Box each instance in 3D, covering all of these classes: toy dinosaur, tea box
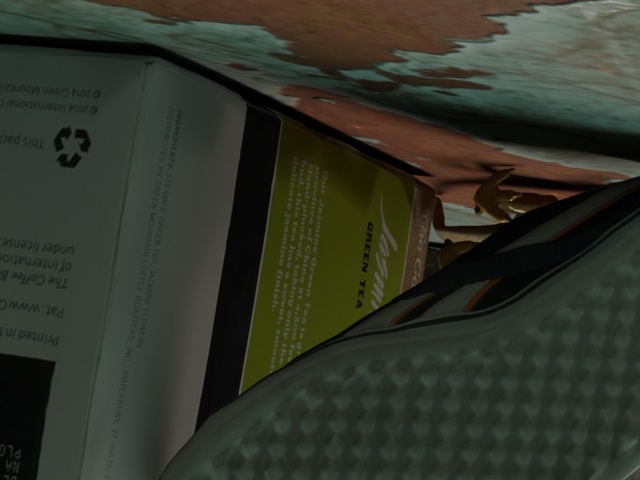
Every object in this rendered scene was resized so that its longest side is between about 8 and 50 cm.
[{"bbox_3d":[0.104,0.002,1.034,0.211,0.064,0.112,5,175,42],"label":"toy dinosaur"},{"bbox_3d":[-0.161,0.035,0.989,0.329,0.220,0.323,7,174,25],"label":"tea box"}]

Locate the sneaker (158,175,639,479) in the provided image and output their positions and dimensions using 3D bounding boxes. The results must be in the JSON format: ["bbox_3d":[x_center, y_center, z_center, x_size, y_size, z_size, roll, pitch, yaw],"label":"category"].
[{"bbox_3d":[0.071,0.072,0.865,0.321,0.126,0.127,-26,-174,-8],"label":"sneaker"}]

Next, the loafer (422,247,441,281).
[{"bbox_3d":[0.074,0.031,1.467,0.148,0.056,0.050,7,168,28],"label":"loafer"}]
